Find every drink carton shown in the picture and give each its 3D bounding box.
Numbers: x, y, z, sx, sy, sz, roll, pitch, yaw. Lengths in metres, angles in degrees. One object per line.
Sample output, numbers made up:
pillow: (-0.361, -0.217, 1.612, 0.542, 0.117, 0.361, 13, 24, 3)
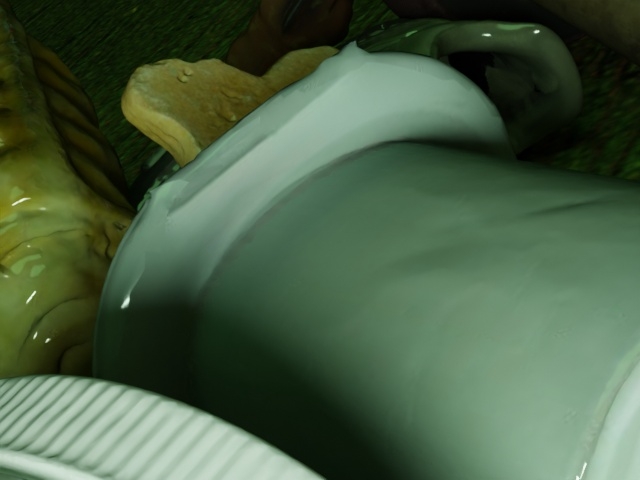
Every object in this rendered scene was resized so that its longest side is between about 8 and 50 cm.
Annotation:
drink carton: (0.058, 0.052, 0.471, 0.185, 0.191, 0.190, -34, 28, -23)

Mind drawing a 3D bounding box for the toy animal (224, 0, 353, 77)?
toy animal: (0.000, -0.174, 1.063, 0.224, 0.066, 0.229, -55, -2, 20)

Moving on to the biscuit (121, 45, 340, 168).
biscuit: (0.000, 0.000, 0.684, 0.153, 0.030, 0.234, -8, 51, -28)

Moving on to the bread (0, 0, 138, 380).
bread: (-0.162, -0.021, 0.722, 0.152, 0.130, 0.267, 5, 26, -23)

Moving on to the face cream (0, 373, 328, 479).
face cream: (-0.071, 0.160, 0.328, 0.201, 0.201, 0.187, -8, 28, 41)

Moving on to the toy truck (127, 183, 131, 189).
toy truck: (-0.166, 0.046, 0.859, 0.125, 0.101, 0.242, -12, 23, 15)

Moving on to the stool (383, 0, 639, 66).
stool: (0.159, -0.232, 0.907, 0.272, 0.272, 0.178, -37, 32, -24)

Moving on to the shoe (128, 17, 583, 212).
shoe: (0.021, -0.035, 0.804, 0.149, 0.109, 0.293, -1, 32, 49)
